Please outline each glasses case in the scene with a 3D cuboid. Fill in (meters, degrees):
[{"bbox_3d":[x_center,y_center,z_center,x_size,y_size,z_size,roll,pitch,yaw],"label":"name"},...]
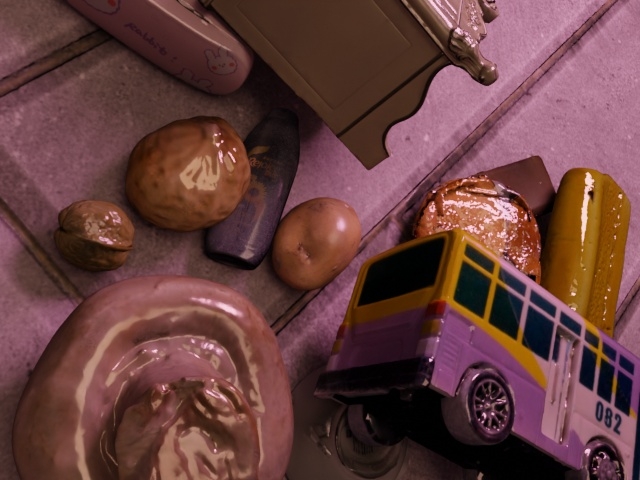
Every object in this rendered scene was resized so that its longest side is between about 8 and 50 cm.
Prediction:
[{"bbox_3d":[-0.220,-0.292,0.841,0.297,0.113,0.075,31,62,-19],"label":"glasses case"}]

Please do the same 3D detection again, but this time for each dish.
[{"bbox_3d":[0.050,0.247,0.883,0.224,0.078,0.246,22,67,-23],"label":"dish"}]

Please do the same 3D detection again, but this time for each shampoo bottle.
[{"bbox_3d":[-0.083,-0.075,0.895,0.087,0.049,0.233,16,67,5],"label":"shampoo bottle"}]

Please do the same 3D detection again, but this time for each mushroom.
[{"bbox_3d":[-0.143,0.174,0.665,0.298,0.290,0.297,7,76,-28],"label":"mushroom"}]

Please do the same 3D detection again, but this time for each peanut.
[{"bbox_3d":[-0.165,-0.082,0.823,0.159,0.109,0.140,-27,61,-9],"label":"peanut"}]

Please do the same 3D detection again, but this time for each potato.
[{"bbox_3d":[-0.001,0.003,0.900,0.112,0.112,0.147,42,69,-15],"label":"potato"}]

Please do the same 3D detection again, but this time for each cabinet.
[{"bbox_3d":[0.063,-0.321,0.888,0.318,0.227,0.290,44,33,-16],"label":"cabinet"}]

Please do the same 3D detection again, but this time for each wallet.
[{"bbox_3d":[0.330,-0.079,1.150,0.198,0.031,0.110,-19,87,-32],"label":"wallet"}]

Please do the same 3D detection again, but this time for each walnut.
[{"bbox_3d":[-0.261,-0.006,0.767,0.092,0.092,0.092,8,74,-28],"label":"walnut"}]

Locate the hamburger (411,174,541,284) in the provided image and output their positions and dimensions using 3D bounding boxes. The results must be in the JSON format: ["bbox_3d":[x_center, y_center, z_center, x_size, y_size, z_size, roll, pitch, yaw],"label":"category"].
[{"bbox_3d":[0.236,0.009,1.021,0.231,0.107,0.230,2,78,-11],"label":"hamburger"}]

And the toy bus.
[{"bbox_3d":[0.242,0.190,0.852,0.440,0.209,0.249,33,59,-22],"label":"toy bus"}]

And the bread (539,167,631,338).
[{"bbox_3d":[0.432,0.057,1.124,0.166,0.112,0.383,31,66,-31],"label":"bread"}]
